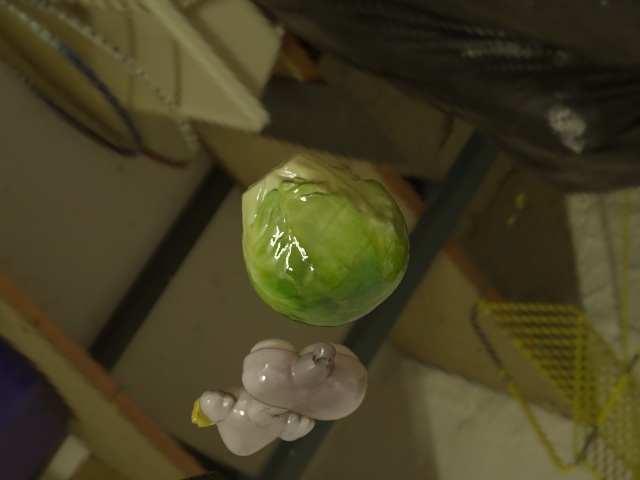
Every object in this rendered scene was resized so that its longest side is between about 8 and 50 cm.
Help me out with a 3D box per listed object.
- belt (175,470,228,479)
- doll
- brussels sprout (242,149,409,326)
[{"bbox_3d":[-0.128,0.352,1.476,0.184,0.164,0.289,62,156,28],"label":"belt"},{"bbox_3d":[-0.057,0.202,1.867,0.160,0.094,0.365,18,150,-17],"label":"doll"},{"bbox_3d":[-0.003,0.003,1.477,0.181,0.144,0.161,42,131,-4],"label":"brussels sprout"}]
